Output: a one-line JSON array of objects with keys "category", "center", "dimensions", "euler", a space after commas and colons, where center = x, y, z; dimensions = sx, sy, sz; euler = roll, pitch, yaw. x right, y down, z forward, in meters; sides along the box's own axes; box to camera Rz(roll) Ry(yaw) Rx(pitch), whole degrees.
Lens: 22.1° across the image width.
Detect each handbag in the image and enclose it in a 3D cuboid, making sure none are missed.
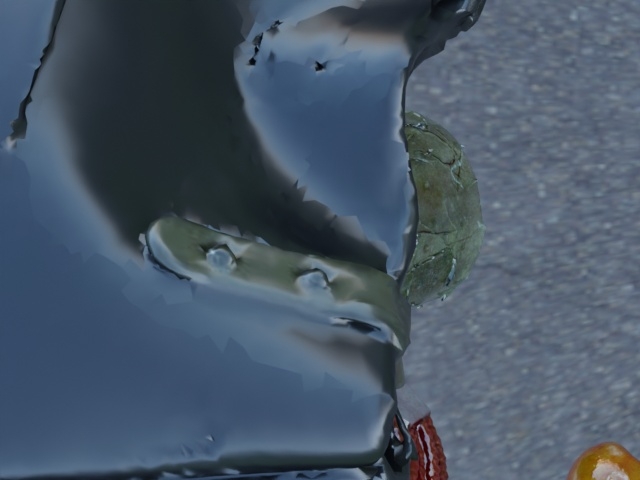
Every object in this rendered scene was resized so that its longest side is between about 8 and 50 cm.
[{"category": "handbag", "center": [-0.083, -0.057, 0.528], "dimensions": [0.288, 0.152, 0.342], "euler": [5, 66, 17]}]

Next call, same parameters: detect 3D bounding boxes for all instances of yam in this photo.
[{"category": "yam", "center": [0.000, 0.000, 1.634], "dimensions": [0.241, 0.348, 0.241], "euler": [14, 112, 38]}]

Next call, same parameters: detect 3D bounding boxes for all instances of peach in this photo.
[{"category": "peach", "center": [0.272, 0.247, 1.551], "dimensions": [0.100, 0.100, 0.101], "euler": [3, 95, 32]}]

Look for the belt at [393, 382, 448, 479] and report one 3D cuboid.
[{"category": "belt", "center": [-0.016, 0.133, 0.769], "dimensions": [0.128, 0.201, 0.124], "euler": [39, 125, -5]}]
